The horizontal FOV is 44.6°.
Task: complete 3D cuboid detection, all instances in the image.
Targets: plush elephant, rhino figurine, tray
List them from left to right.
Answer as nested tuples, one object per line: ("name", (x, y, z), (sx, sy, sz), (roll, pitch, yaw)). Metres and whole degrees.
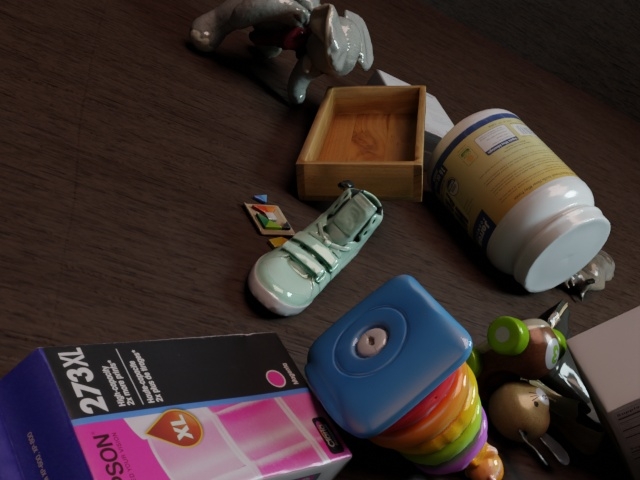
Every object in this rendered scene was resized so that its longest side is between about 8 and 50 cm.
("plush elephant", (-0.030, -0.399, 1.534), (0.255, 0.330, 0.272), (59, 26, 10))
("tray", (0.089, -0.188, 1.432), (0.203, 0.076, 0.411), (1, 28, 8))
("rhino figurine", (0.557, 0.064, 1.649), (0.106, 0.073, 0.243), (41, 30, 17))

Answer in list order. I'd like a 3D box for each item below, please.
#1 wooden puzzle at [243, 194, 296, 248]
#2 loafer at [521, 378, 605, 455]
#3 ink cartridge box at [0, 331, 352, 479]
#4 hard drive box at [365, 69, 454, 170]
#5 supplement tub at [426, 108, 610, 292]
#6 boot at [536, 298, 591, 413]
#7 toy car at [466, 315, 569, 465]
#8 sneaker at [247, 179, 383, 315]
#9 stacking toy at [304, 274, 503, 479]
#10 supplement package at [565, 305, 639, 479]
("wooden puzzle", (-0.074, -0.032, 1.175), (0.078, 0.014, 0.116), (0, 44, -48))
("loafer", (0.366, 0.255, 1.173), (0.148, 0.050, 0.056), (41, 29, 10))
("ink cartridge box", (-0.151, 0.177, 0.728), (0.371, 0.069, 0.176), (0, 44, -44))
("hard drive box", (0.205, -0.263, 1.748), (0.181, 0.089, 0.232), (19, 33, -28))
("supplement tub", (0.376, -0.078, 1.504), (0.228, 0.228, 0.316), (5, 40, -44))
("boot", (0.411, 0.194, 1.307), (0.137, 0.077, 0.198), (43, 42, 5))
("toy car", (0.283, 0.216, 1.068), (0.155, 0.149, 0.188), (18, 43, -49))
("sneaker", (0.000, 0.000, 1.063), (0.094, 0.151, 0.256), (40, 30, 6))
("stacking toy", (0.132, 0.202, 0.903), (0.302, 0.166, 0.175), (50, 0, -33))
("supplement package", (0.467, 0.229, 1.124), (0.244, 0.134, 0.139), (55, 11, -39))
